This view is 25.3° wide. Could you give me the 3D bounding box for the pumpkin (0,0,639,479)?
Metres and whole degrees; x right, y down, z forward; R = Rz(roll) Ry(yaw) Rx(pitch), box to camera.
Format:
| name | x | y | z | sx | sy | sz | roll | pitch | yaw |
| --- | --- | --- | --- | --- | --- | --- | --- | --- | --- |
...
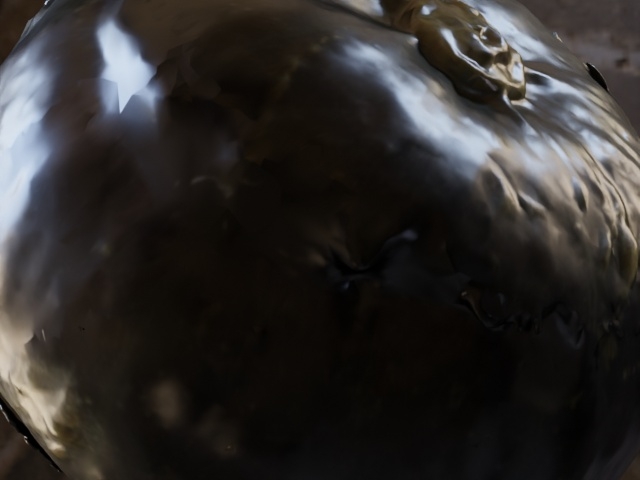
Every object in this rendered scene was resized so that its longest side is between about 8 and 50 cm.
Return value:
| name | x | y | z | sx | sy | sz | roll | pitch | yaw |
| --- | --- | --- | --- | --- | --- | --- | --- | --- | --- |
| pumpkin | 0.000 | 0.000 | 0.878 | 0.454 | 0.344 | 0.454 | 22 | 33 | -15 |
